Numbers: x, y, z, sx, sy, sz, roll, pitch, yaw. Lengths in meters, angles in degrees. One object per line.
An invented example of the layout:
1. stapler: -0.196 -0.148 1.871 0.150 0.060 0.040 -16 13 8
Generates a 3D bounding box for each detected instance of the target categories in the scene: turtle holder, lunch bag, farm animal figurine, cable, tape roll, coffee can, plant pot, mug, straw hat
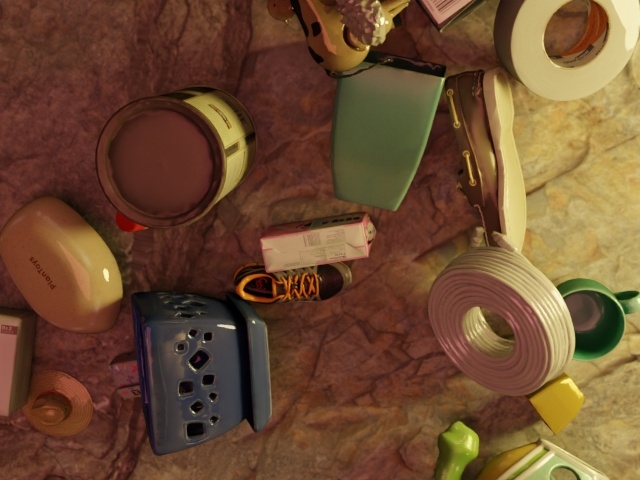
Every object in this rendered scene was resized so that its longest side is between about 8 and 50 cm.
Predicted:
1. turtle holder: 0.358 0.458 1.715 0.320 0.243 0.227 30 90 40
2. lunch bag: -0.344 0.253 1.825 0.071 0.053 0.083 -10 111 10
3. farm animal figurine: -0.016 -0.387 1.470 0.172 0.330 0.327 -27 84 -5
4. cable: 0.297 0.136 1.635 0.257 0.089 0.257 41 140 18
5. tape roll: 0.385 -0.333 1.544 0.219 0.072 0.219 -7 120 -13
6. coffee can: -0.223 -0.143 1.603 0.201 0.275 0.202 2 103 7
7. plant pot: 0.100 -0.179 1.617 0.165 0.166 0.234 12 107 4
8. plant pot: -0.204 0.212 1.696 0.212 0.236 0.236 -5 101 -15
9. plant pot: 0.411 0.275 1.724 0.083 0.081 0.081 -37 96 1
10. mug: 0.457 0.132 1.673 0.157 0.097 0.130 11 103 4
11. straw hat: -0.507 0.318 1.856 0.144 0.061 0.145 2 104 7

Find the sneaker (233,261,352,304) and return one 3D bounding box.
1. sneaker: -0.051 0.078 1.733 0.214 0.083 0.084 -7 100 7

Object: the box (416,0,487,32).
1. box: 0.191 -0.421 1.489 0.143 0.270 0.165 -34 97 13

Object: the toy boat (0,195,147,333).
1. toy boat: -0.398 0.016 1.744 0.318 0.148 0.267 -32 92 20

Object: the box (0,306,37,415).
1. box: -0.627 0.211 1.793 0.180 0.119 0.182 7 91 0

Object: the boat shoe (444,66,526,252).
1. boat shoe: 0.274 -0.121 1.634 0.096 0.116 0.324 -2 109 27

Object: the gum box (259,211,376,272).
1. gum box: 0.000 0.000 1.695 0.188 0.107 0.062 -9 102 9
